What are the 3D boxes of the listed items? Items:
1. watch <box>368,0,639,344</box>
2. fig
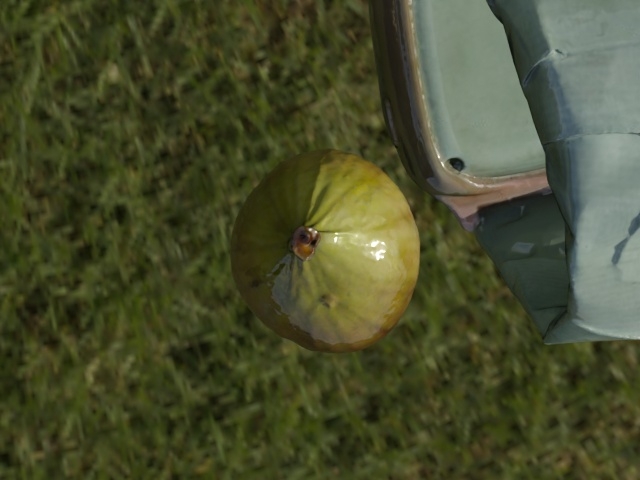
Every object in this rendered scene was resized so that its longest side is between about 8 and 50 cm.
[{"bbox_3d":[0.126,-0.075,0.907,0.161,0.241,0.253,-13,108,-6],"label":"watch"},{"bbox_3d":[0.014,-0.001,1.318,0.143,0.160,0.231,-10,169,-18],"label":"fig"}]
